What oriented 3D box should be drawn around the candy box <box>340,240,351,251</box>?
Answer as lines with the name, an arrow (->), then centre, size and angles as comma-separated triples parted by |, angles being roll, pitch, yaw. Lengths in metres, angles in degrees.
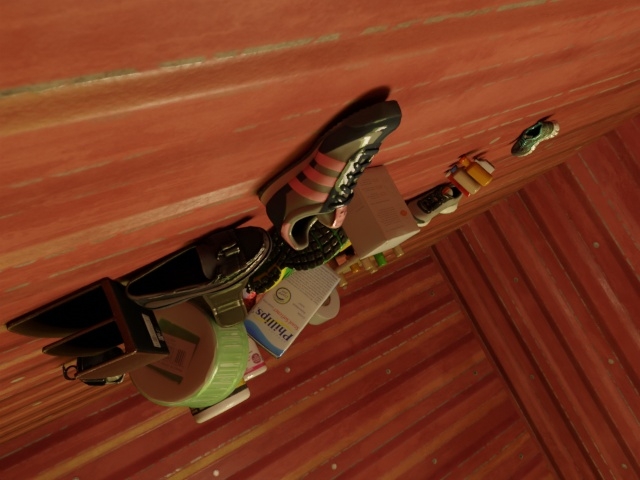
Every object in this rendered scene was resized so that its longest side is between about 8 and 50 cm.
candy box -> 0.107, -0.065, 1.298 | 0.105, 0.027, 0.206 | -41, -168, 48

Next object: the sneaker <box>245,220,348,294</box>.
sneaker -> -0.056, 0.008, 1.288 | 0.344, 0.134, 0.146 | -28, -177, 35

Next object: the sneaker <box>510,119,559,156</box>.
sneaker -> 0.637, -0.315, 1.624 | 0.076, 0.065, 0.166 | 0, 153, -33

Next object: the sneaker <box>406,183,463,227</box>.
sneaker -> 0.376, -0.130, 1.785 | 0.272, 0.100, 0.108 | -25, 156, -34

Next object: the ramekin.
ramekin -> -0.355, 0.288, 1.397 | 0.303, 0.303, 0.148 | -29, 163, 9

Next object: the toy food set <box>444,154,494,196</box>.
toy food set -> 0.447, -0.210, 1.611 | 0.111, 0.104, 0.232 | -47, 180, 26

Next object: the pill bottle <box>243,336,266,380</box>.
pill bottle -> -0.316, 0.359, 1.860 | 0.160, 0.283, 0.160 | -27, 170, -5

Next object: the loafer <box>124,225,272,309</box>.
loafer -> -0.241, 0.056, 1.054 | 0.303, 0.109, 0.095 | -25, 166, 5

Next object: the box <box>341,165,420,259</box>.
box -> 0.113, -0.063, 1.162 | 0.130, 0.170, 0.091 | -16, 165, -46

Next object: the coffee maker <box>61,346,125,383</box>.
coffee maker -> -0.634, 0.357, 1.494 | 0.171, 0.120, 0.178 | -22, 168, -23

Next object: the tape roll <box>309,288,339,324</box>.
tape roll -> -0.023, 0.221, 2.116 | 0.072, 0.219, 0.219 | -34, 168, 33

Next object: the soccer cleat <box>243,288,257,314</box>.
soccer cleat -> -0.202, 0.146, 1.504 | 0.083, 0.095, 0.248 | -6, 158, -22

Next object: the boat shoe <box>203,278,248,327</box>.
boat shoe -> -0.235, 0.091, 1.247 | 0.111, 0.104, 0.307 | -14, 146, -20

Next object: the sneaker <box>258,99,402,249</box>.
sneaker -> 0.031, -0.098, 0.882 | 0.112, 0.131, 0.319 | -16, 165, -47

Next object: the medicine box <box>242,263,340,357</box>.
medicine box -> -0.093, 0.198, 1.602 | 0.289, 0.149, 0.263 | -51, 175, -14

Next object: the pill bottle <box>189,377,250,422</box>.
pill bottle -> -0.375, 0.384, 1.690 | 0.188, 0.334, 0.188 | -27, 170, -5

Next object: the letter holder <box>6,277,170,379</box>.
letter holder -> -0.467, 0.210, 1.101 | 0.214, 0.152, 0.302 | -24, 170, -9

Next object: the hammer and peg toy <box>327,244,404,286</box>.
hammer and peg toy -> 0.217, 0.058, 2.176 | 0.361, 0.127, 0.266 | -19, 167, -39
